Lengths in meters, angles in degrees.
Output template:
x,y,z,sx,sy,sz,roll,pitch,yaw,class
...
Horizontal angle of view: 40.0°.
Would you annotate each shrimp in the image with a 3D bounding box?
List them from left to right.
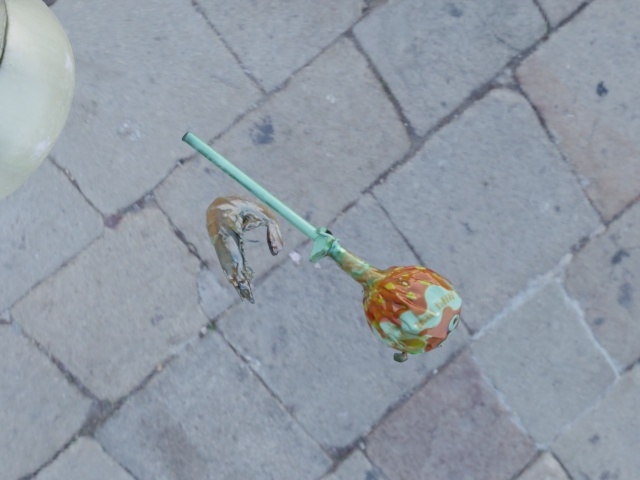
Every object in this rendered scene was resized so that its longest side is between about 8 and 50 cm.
x,y,z,sx,sy,sz,roll,pitch,yaw,class
-0.135,0.010,1.662,0.144,0.052,0.251,-6,62,-17,shrimp

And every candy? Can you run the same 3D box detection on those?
x,y,z,sx,sy,sz,roll,pitch,yaw,class
0.000,0.000,0.479,0.185,0.049,0.055,37,121,-10,candy

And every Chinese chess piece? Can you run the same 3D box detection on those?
x,y,z,sx,sy,sz,roll,pitch,yaw,class
-0.493,-0.203,1.182,0.338,0.338,0.140,-55,146,0,Chinese chess piece
